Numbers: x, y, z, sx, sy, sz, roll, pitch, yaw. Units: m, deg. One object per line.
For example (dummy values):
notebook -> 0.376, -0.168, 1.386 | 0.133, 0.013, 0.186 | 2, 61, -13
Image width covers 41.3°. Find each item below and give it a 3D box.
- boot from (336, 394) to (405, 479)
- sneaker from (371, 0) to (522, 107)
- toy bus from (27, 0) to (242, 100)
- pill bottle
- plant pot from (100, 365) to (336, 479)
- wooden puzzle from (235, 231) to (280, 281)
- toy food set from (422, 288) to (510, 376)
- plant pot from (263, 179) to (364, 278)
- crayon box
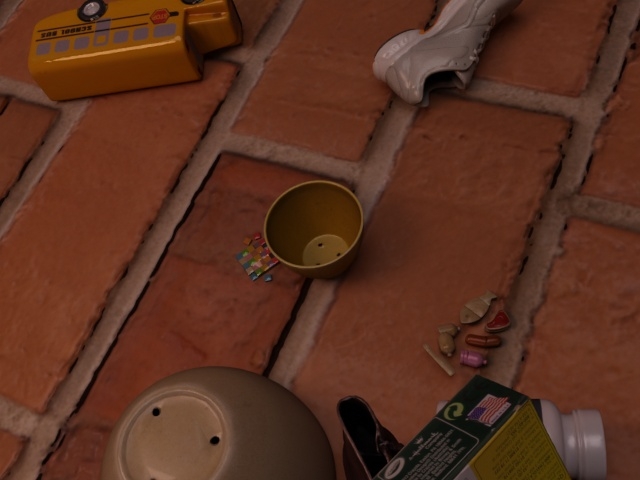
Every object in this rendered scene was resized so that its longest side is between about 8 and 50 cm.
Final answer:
boot -> 0.078, 0.303, 0.894 | 0.090, 0.207, 0.248 | -23, 58, -1
sneaker -> 0.215, -0.292, 1.283 | 0.262, 0.099, 0.121 | -36, 66, 0
toy bus -> -0.301, -0.326, 1.401 | 0.333, 0.108, 0.130 | -7, 60, 9
pill bottle -> 0.224, 0.233, 0.960 | 0.180, 0.108, 0.108 | -3, 60, 11
plant pot -> -0.137, 0.260, 0.979 | 0.284, 0.191, 0.284 | -6, 59, 9
wooden puzzle -> -0.089, 0.026, 1.210 | 0.049, 0.006, 0.083 | -35, 59, -8
toy food set -> 0.194, 0.123, 1.083 | 0.122, 0.019, 0.078 | -33, 59, -16
plant pot -> 0.000, 0.000, 1.152 | 0.134, 0.095, 0.134 | -6, 59, 10
crayon box -> 0.172, 0.317, 0.836 | 0.202, 0.318, 0.081 | -40, 27, -20
